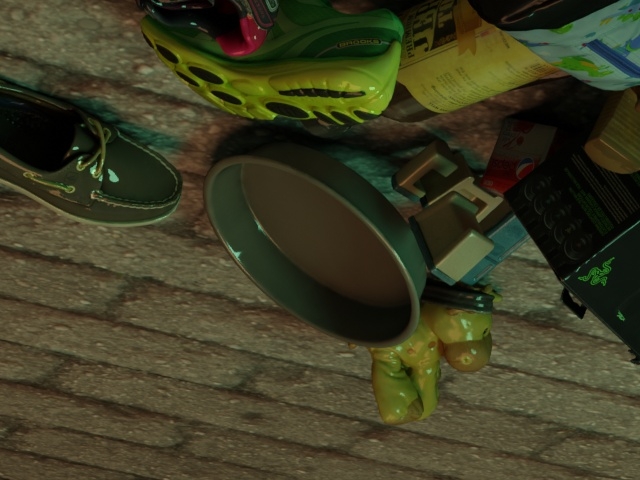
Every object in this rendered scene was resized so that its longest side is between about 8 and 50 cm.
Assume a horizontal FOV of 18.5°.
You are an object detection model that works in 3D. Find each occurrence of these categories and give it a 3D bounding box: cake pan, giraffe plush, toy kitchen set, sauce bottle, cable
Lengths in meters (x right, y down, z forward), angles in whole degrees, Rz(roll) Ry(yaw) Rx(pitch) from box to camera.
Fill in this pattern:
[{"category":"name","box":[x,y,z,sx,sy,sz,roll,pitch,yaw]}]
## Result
[{"category":"cake pan","box":[0.000,0.000,2.204,0.293,0.054,0.293,29,150,19]},{"category":"giraffe plush","box":[0.146,0.116,2.477,0.170,0.181,0.210,-17,118,21]},{"category":"toy kitchen set","box":[0.159,0.011,2.157,0.122,0.166,0.207,-40,136,21]},{"category":"sauce bottle","box":[0.115,-0.175,1.869,0.344,0.111,0.111,-20,145,41]},{"category":"cable","box":[0.083,0.066,2.359,0.287,0.072,0.139,17,177,27]}]

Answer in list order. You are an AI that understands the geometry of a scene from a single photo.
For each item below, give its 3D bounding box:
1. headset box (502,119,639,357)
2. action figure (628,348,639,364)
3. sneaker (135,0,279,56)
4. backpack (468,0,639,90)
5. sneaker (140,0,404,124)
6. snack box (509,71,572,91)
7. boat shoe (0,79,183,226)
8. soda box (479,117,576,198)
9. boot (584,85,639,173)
[{"category":"headset box","box":[0.353,-0.029,1.961,0.283,0.131,0.246,-38,141,10]},{"category":"action figure","box":[0.492,0.104,2.339,0.275,0.164,0.141,-2,-173,35]},{"category":"sneaker","box":[-0.161,-0.263,1.738,0.299,0.112,0.121,19,152,-25]},{"category":"backpack","box":[0.229,-0.251,1.501,0.273,0.290,0.355,-16,157,11]},{"category":"sneaker","box":[-0.042,-0.186,1.884,0.295,0.123,0.109,13,155,33]},{"category":"snack box","box":[0.234,-0.184,1.930,0.178,0.022,0.064,-11,149,33]},{"category":"boat shoe","box":[-0.284,-0.096,2.133,0.305,0.109,0.091,19,157,-19]},{"category":"soda box","box":[0.301,-0.043,2.117,0.263,0.083,0.092,25,175,-34]},{"category":"boot","box":[0.347,-0.168,1.685,0.104,0.211,0.295,36,165,-15]}]
